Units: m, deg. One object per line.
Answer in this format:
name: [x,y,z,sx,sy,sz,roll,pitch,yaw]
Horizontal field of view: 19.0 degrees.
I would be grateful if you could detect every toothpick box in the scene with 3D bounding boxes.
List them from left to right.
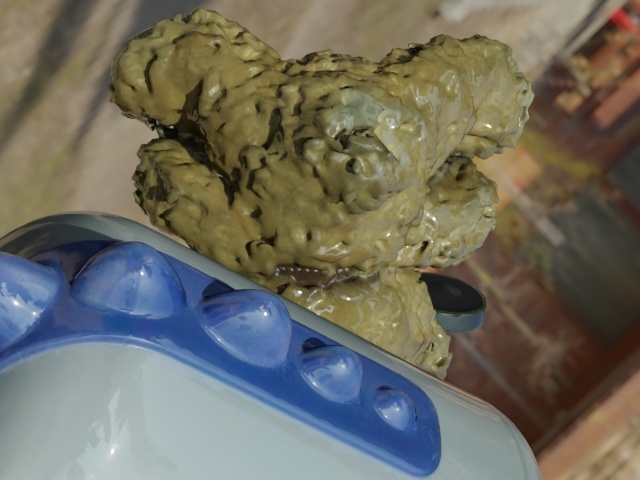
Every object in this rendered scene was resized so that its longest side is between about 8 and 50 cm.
toothpick box: [-0.071,0.120,0.997,0.263,0.354,0.263,-39,-145,35]

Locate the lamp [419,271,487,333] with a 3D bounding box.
lamp: [0.062,0.134,1.398,0.121,0.121,0.215,-33,138,-59]

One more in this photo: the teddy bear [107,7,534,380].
teddy bear: [0.000,0.000,1.180,0.156,0.267,0.256,-104,-162,-57]
